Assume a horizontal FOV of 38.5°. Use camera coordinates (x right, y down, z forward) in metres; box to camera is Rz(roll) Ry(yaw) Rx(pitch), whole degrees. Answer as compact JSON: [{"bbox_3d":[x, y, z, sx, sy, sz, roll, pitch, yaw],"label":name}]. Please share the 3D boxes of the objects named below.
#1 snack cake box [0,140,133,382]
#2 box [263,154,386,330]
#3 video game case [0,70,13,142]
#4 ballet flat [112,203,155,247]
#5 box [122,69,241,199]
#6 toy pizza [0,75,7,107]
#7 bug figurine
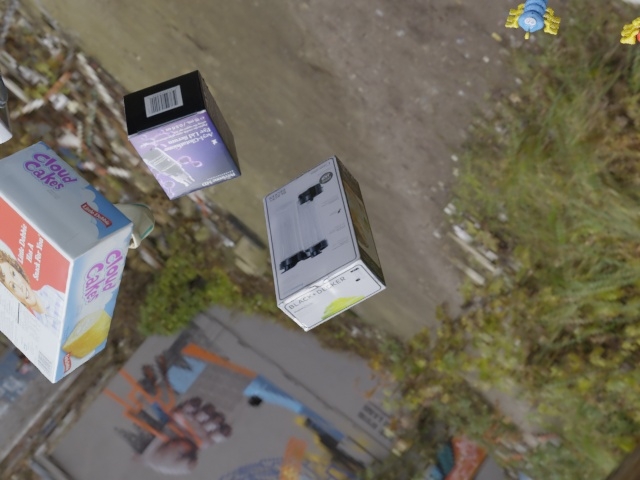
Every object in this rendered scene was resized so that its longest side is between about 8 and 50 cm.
[{"bbox_3d":[-0.320,0.032,1.076,0.152,0.089,0.264,42,140,14],"label":"snack cake box"},{"bbox_3d":[0.000,0.000,1.611,0.087,0.169,0.290,48,-161,-37],"label":"box"},{"bbox_3d":[-0.638,-0.359,1.534,0.329,0.036,0.300,60,-179,-46],"label":"video game case"},{"bbox_3d":[-0.376,-0.016,1.399,0.249,0.086,0.086,-1,155,14],"label":"ballet flat"},{"bbox_3d":[-0.253,-0.192,1.701,0.207,0.153,0.108,63,-170,-55],"label":"box"},{"bbox_3d":[-0.514,-0.272,1.300,0.201,0.032,0.201,60,180,1],"label":"toy pizza"},{"bbox_3d":[0.457,-0.402,1.520,0.279,0.216,0.072,10,148,12],"label":"bug figurine"}]
